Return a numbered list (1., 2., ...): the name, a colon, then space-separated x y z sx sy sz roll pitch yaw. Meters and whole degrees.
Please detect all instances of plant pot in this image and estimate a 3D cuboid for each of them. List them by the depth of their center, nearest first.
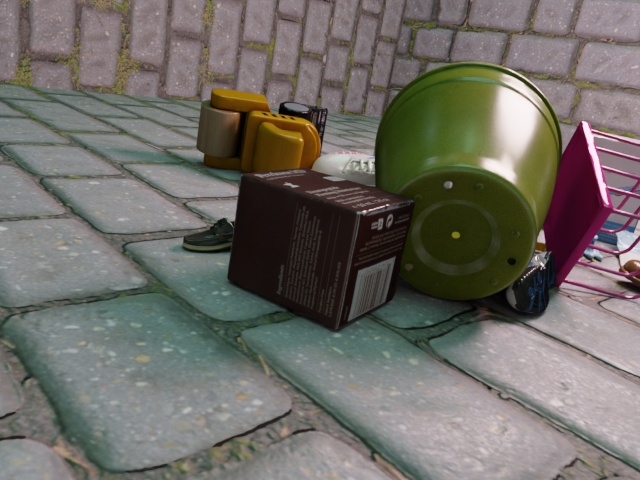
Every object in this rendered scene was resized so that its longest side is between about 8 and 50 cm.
1. plant pot: 0.245 -0.088 0.999 0.366 0.367 0.353 13 33 10

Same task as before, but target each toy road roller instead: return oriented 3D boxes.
1. toy road roller: -0.163 -0.265 1.525 0.329 0.203 0.241 6 28 -14

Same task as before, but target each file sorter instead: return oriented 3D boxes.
1. file sorter: 0.573 -0.057 1.121 0.182 0.202 0.291 15 43 2

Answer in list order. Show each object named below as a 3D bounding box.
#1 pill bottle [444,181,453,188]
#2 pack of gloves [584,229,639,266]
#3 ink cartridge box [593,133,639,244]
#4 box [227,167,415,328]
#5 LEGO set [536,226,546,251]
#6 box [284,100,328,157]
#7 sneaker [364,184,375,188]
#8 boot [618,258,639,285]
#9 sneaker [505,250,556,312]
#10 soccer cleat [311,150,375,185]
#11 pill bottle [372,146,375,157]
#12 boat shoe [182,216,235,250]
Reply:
1. pill bottle: 0.439 -0.110 1.439 0.264 0.153 0.153 18 19 22
2. pack of gloves: 0.709 -0.005 1.388 0.195 0.046 0.232 12 27 15
3. ink cartridge box: 0.799 -0.150 1.570 0.197 0.270 0.198 20 21 29
4. box: 0.000 0.000 0.831 0.203 0.167 0.168 20 20 29
5. LEGO set: 0.492 -0.009 1.260 0.227 0.087 0.093 12 3 6
6. box: -0.061 -0.359 1.887 0.147 0.180 0.077 8 19 -4
7. sneaker: 0.210 -0.103 1.407 0.222 0.083 0.118 17 18 23
8. boot: 0.752 0.078 1.100 0.305 0.115 0.112 22 23 35
9. sneaker: 0.350 0.074 0.979 0.081 0.080 0.211 -6 7 33
10. soccer cleat: 0.147 -0.187 1.523 0.331 0.116 0.143 6 -7 -11
11. pill bottle: 0.314 -0.276 1.896 0.264 0.146 0.146 14 18 11
12. boat shoe: -0.162 -0.017 0.969 0.152 0.049 0.056 -10 24 -29
